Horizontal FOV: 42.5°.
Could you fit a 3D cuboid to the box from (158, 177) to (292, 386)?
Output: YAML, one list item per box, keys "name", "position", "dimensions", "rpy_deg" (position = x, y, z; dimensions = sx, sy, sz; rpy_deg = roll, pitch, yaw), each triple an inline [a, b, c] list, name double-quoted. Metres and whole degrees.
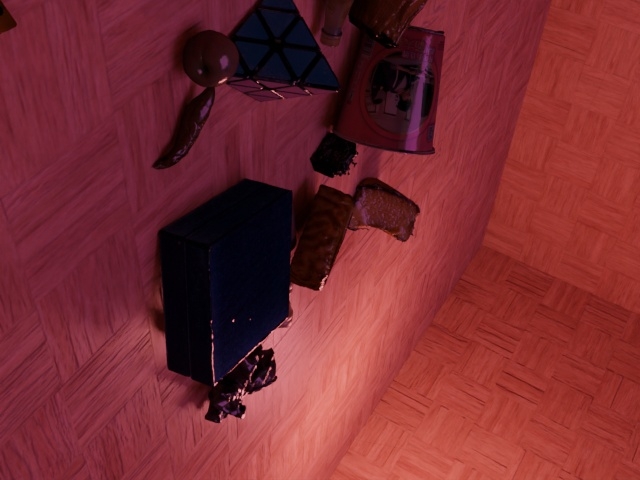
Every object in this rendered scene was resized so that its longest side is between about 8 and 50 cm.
- name: "box"
  position: [-0.162, 0.068, 1.465]
  dimensions: [0.261, 0.116, 0.279]
  rpy_deg: [-40, 138, -52]

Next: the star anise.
- name: "star anise"
  position: [-0.176, 0.314, 1.801]
  dimensions: [0.199, 0.110, 0.257]
  rpy_deg: [-62, 167, -7]

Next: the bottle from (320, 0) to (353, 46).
- name: "bottle"
  position: [0.043, -0.468, 1.437]
  dimensions: [0.083, 0.083, 0.270]
  rpy_deg: [-41, 154, -50]

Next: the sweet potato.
- name: "sweet potato"
  position: [-0.199, -0.168, 1.241]
  dimensions: [0.041, 0.038, 0.153]
  rpy_deg: [28, 95, -47]

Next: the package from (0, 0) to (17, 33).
- name: "package"
  position: [-0.329, -0.256, 0.769]
  dimensions: [0.071, 0.047, 0.131]
  rpy_deg: [-49, 158, -43]

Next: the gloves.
- name: "gloves"
  position: [0.157, -0.529, 1.492]
  dimensions: [0.203, 0.155, 0.357]
  rpy_deg: [-115, -144, -61]

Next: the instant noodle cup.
- name: "instant noodle cup"
  position: [0.158, -0.327, 1.734]
  dimensions: [0.244, 0.243, 0.255]
  rpy_deg: [-22, 127, -63]

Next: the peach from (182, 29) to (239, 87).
- name: "peach"
  position: [-0.156, -0.260, 1.175]
  dimensions: [0.083, 0.083, 0.083]
  rpy_deg: [-52, 158, -32]

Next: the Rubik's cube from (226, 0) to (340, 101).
- name: "Rubik's cube"
  position: [-0.043, -0.262, 1.328]
  dimensions: [0.211, 0.178, 0.190]
  rpy_deg: [-56, 163, -19]

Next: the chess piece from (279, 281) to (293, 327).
- name: "chess piece"
  position: [-0.089, 0.133, 1.878]
  dimensions: [0.066, 0.066, 0.122]
  rpy_deg: [-38, 142, -53]

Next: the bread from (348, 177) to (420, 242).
- name: "bread"
  position: [0.154, -0.078, 2.149]
  dimensions: [0.160, 0.169, 0.140]
  rpy_deg: [3, 113, -54]

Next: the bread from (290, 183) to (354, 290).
- name: "bread"
  position: [0.000, 0.000, 1.801]
  dimensions: [0.181, 0.096, 0.222]
  rpy_deg: [105, 5, -70]

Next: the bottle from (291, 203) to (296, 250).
- name: "bottle"
  position: [-0.078, -0.031, 1.706]
  dimensions: [0.053, 0.053, 0.140]
  rpy_deg: [-53, 159, -30]

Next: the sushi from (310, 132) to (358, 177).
- name: "sushi"
  position: [0.037, -0.181, 1.775]
  dimensions: [0.083, 0.084, 0.056]
  rpy_deg: [-60, 161, -16]
